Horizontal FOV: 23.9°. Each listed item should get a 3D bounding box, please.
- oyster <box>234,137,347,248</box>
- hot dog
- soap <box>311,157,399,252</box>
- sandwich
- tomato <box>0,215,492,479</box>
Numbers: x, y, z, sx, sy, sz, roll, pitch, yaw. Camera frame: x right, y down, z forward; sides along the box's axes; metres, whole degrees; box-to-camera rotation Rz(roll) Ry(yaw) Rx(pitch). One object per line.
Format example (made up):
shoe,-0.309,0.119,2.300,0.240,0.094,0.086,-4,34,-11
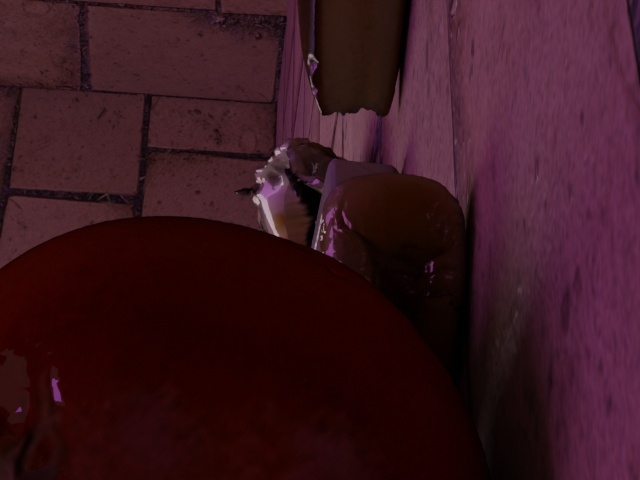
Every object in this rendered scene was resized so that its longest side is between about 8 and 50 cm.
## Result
oyster,0.002,-0.003,1.453,0.354,0.107,0.201,-170,63,-74
hot dog,0.037,0.082,0.876,0.073,0.084,0.243,-106,20,-67
soap,0.029,0.041,1.156,0.183,0.063,0.121,-91,9,-45
sandwich,0.028,-0.224,1.208,0.088,0.090,0.244,-106,16,-65
tomato,-0.069,0.146,0.732,0.321,0.321,0.322,-177,90,-86
